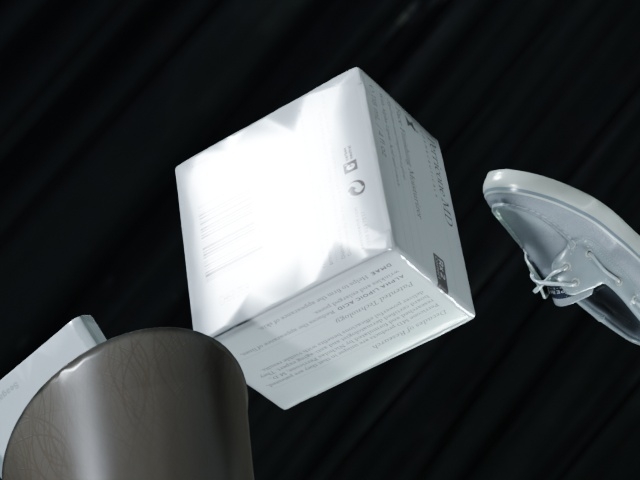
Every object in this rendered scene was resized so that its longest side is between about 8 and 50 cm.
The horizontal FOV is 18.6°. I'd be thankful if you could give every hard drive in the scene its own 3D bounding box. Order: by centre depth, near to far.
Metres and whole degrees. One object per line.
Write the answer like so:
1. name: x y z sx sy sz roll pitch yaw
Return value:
1. hard drive: -0.263 0.270 2.259 0.307 0.203 0.040 56 -160 14

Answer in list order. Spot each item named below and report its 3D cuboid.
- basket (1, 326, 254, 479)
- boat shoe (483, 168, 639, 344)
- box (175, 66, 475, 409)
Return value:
1. basket: -0.114 0.197 1.280 0.154 0.204 0.227 31 -162 -28
2. boat shoe: 0.221 0.019 1.659 0.227 0.081 0.079 33 157 -30
3. box: 0.000 0.000 1.483 0.119 0.182 0.181 39 -148 -45
